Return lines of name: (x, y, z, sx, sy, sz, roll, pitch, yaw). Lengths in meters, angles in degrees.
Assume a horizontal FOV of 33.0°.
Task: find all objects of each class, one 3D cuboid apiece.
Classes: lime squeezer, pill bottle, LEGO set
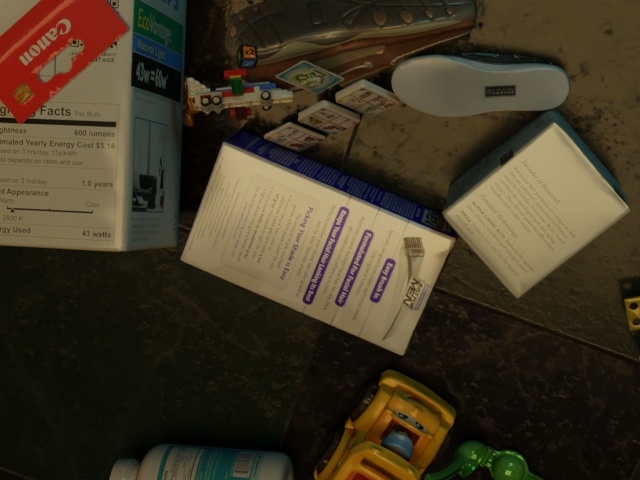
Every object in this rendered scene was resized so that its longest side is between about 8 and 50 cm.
lime squeezer: (0.262, 0.334, 1.558, 0.310, 0.110, 0.059, 17, 94, -28)
pill bottle: (-0.179, 0.381, 1.620, 0.264, 0.146, 0.146, 2, 107, 10)
LEGO set: (-0.046, -0.193, 1.381, 0.182, 0.244, 0.060, -23, 65, 37)

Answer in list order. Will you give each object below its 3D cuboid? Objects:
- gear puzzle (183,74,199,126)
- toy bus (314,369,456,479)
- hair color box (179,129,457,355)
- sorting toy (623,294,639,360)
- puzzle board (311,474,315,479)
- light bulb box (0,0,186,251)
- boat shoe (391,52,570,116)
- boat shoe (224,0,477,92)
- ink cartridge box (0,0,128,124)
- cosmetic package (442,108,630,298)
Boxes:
gear puzzle: (-0.311, -0.130, 1.538, 0.339, 0.044, 0.175, -25, 101, 16)
toy bus: (0.081, 0.322, 1.524, 0.149, 0.211, 0.220, 32, 108, 1)
hair color box: (0.000, 0.000, 1.493, 0.339, 0.110, 0.185, 24, 108, 4)
sorting toy: (0.521, 0.162, 1.484, 0.132, 0.046, 0.274, -35, 99, 18)
puzzle board: (0.022, 0.399, 1.599, 0.096, 0.128, 0.011, 35, 100, -2)
light bulb box: (-0.375, -0.174, 1.401, 0.358, 0.225, 0.361, 3, 92, 9)
boat shoe: (0.205, -0.211, 1.402, 0.228, 0.076, 0.080, -2, 116, 1)
boat shoe: (0.042, -0.263, 1.413, 0.324, 0.123, 0.116, -7, 139, 8)
ink cartridge box: (-0.363, -0.277, 1.257, 0.181, 0.056, 0.225, -39, 84, 8)
cosmetic package: (0.278, -0.054, 1.404, 0.183, 0.151, 0.151, -41, 96, 17)
